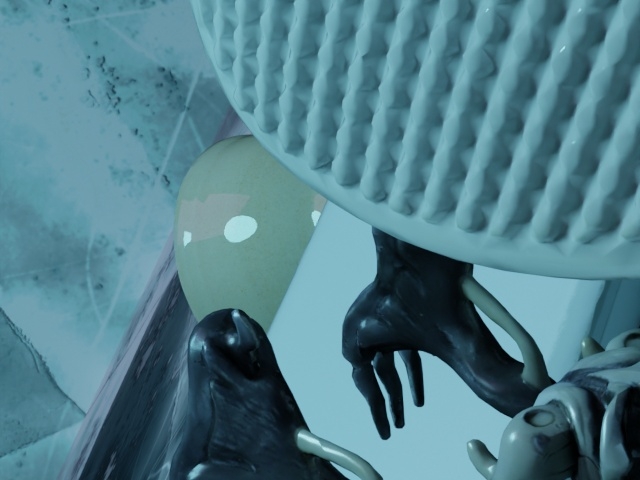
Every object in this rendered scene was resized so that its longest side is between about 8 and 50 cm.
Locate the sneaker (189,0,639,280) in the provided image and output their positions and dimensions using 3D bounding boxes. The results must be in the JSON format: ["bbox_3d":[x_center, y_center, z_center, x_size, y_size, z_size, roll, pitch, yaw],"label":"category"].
[{"bbox_3d":[0.131,-0.073,0.398,0.366,0.135,0.150,1,18,42],"label":"sneaker"}]

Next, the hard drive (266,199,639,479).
[{"bbox_3d":[0.038,0.075,0.761,0.203,0.040,0.307,-8,50,46],"label":"hard drive"}]

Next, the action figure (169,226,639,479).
[{"bbox_3d":[0.096,0.078,0.424,0.276,0.141,0.164,19,50,44],"label":"action figure"}]

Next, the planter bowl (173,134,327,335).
[{"bbox_3d":[0.000,0.000,1.125,0.109,0.162,0.162,-14,44,41],"label":"planter bowl"}]
